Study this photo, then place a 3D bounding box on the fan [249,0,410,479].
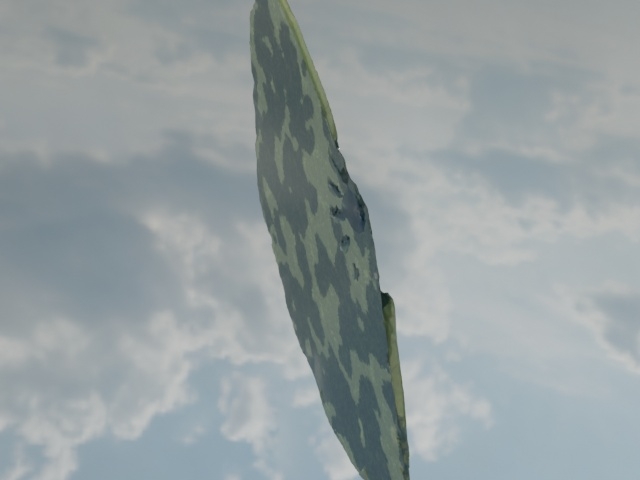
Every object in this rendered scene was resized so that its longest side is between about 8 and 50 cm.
[{"bbox_3d":[0.000,0.000,0.514,0.009,0.240,0.131,-12,173,-21],"label":"fan"}]
